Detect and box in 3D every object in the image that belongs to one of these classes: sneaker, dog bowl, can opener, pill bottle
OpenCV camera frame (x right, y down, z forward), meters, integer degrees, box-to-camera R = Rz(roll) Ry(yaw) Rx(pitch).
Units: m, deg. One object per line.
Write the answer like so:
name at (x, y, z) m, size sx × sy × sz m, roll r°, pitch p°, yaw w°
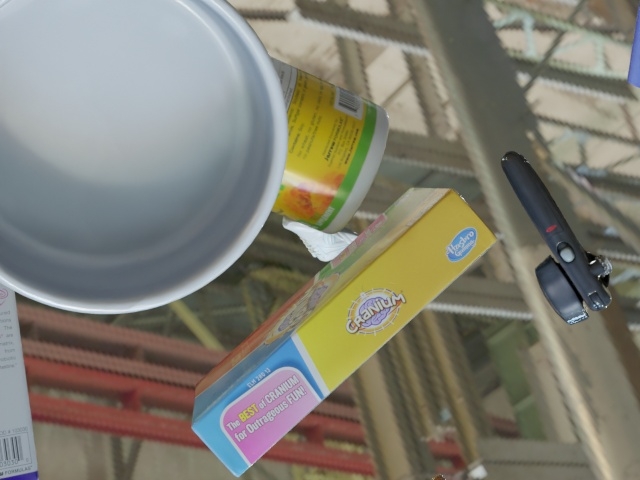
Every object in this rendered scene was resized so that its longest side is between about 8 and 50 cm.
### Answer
sneaker at (0.000, 0.000, 1.914) m, size 0.152 × 0.061 × 0.053 m, roll 20°, pitch -169°, yaw -37°
dog bowl at (-0.163, -0.083, 0.948) m, size 0.265 × 0.265 × 0.104 m, roll 36°, pitch -177°, yaw -19°
can opener at (0.232, -0.008, 1.242) m, size 0.186 × 0.073 × 0.059 m, roll 63°, pitch -174°, yaw 4°
pill bottle at (-0.071, -0.112, 1.189) m, size 0.245 × 0.136 × 0.136 m, roll 23°, pitch -142°, yaw -13°

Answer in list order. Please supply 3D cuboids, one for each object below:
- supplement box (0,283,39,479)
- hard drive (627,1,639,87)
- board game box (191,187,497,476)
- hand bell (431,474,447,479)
supplement box at (-0.350, 0.129, 1.177) m, size 0.111 × 0.114 × 0.220 m, roll -5°, pitch -94°, yaw -35°
hard drive at (0.519, -0.239, 1.646) m, size 0.210 × 0.040 × 0.318 m, roll 19°, pitch 175°, yaw 14°
board game box at (0.013, 0.077, 1.214) m, size 0.064 × 0.316 × 0.242 m, roll 48°, pitch 178°, yaw -5°
hand bell at (0.200, 0.404, 1.619) m, size 0.126 × 0.126 × 0.242 m, roll 18°, pitch -151°, yaw -39°
